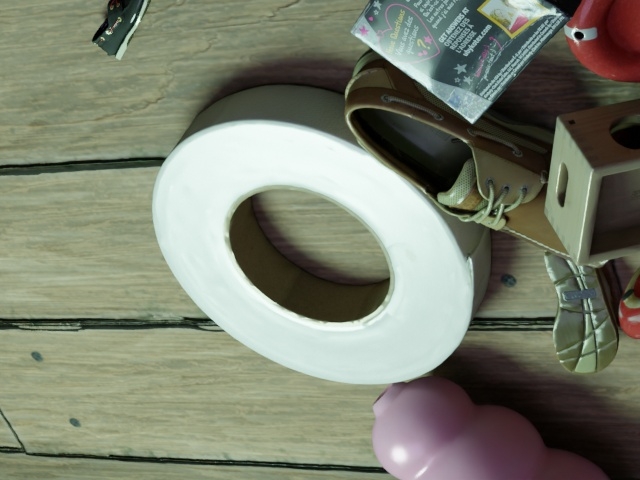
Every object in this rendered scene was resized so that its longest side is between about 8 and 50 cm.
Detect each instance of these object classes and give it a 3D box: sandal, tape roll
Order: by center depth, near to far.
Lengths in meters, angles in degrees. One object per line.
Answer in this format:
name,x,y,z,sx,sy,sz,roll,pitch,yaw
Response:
sandal,0.283,0.061,1.924,0.072,0.049,0.180,-3,113,25
tape roll,0.000,0.000,2.002,0.392,0.072,0.392,15,135,16

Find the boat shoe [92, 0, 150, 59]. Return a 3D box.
boat shoe,-0.208,-0.243,1.905,0.042,0.049,0.133,29,143,-9

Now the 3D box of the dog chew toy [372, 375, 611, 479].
dog chew toy,0.196,0.288,2.078,0.332,0.206,0.206,41,137,-1

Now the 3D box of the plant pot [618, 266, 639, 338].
plant pot,0.403,0.083,1.766,0.174,0.191,0.191,46,136,-13

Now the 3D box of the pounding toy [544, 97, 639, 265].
pounding toy,0.329,-0.090,1.701,0.206,0.094,0.181,-12,135,-13

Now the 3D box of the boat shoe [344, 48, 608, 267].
boat shoe,0.157,-0.067,1.807,0.324,0.120,0.122,32,131,-1

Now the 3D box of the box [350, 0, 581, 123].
box,0.155,-0.251,1.545,0.142,0.247,0.163,37,137,-4

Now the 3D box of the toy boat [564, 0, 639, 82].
toy boat,0.326,-0.182,1.586,0.231,0.151,0.151,8,133,23
